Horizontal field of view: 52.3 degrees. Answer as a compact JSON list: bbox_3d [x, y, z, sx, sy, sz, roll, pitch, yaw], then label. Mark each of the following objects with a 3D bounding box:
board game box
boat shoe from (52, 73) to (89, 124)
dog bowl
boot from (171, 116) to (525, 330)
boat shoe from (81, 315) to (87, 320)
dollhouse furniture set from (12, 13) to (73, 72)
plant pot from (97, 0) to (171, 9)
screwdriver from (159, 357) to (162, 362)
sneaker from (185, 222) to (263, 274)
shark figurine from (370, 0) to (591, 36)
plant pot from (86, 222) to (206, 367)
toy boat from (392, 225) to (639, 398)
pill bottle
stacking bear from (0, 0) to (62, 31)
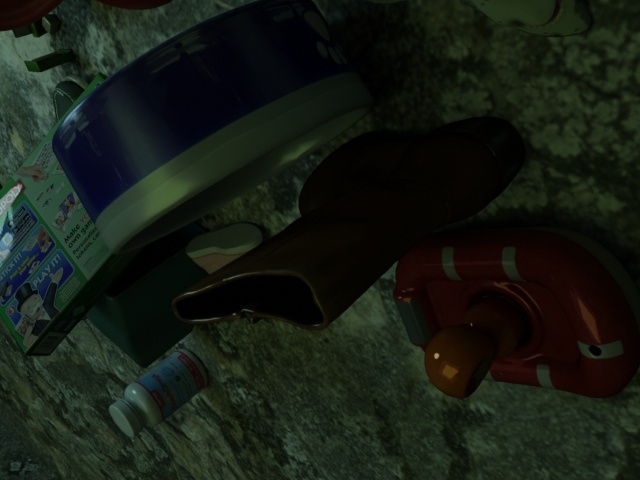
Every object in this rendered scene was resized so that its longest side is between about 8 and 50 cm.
[{"bbox_3d":[-0.324,-0.036,0.856,0.317,0.046,0.213,-47,65,7],"label":"board game box"},{"bbox_3d":[-0.359,-0.090,0.999,0.116,0.099,0.319,25,134,33],"label":"boat shoe"},{"bbox_3d":[-0.091,-0.097,0.578,0.265,0.265,0.104,-26,95,52],"label":"dog bowl"},{"bbox_3d":[0.000,0.000,0.542,0.264,0.280,0.096,-1,117,46],"label":"boot"},{"bbox_3d":[-0.533,0.084,1.349,0.178,0.064,0.060,49,137,-4],"label":"boat shoe"},{"bbox_3d":[-0.403,-0.317,0.906,0.076,0.058,0.151,16,129,38],"label":"dollhouse furniture set"},{"bbox_3d":[-0.151,-0.320,0.536,0.174,0.191,0.191,-26,98,47],"label":"plant pot"},{"bbox_3d":[-0.307,0.214,1.240,0.025,0.024,0.170,-124,24,-49],"label":"screwdriver"},{"bbox_3d":[-0.115,0.020,0.873,0.134,0.051,0.070,-10,129,39],"label":"sneaker"},{"bbox_3d":[0.087,-0.263,0.409,0.166,0.116,0.278,-4,129,11],"label":"shark figurine"},{"bbox_3d":[-0.278,0.073,0.996,0.166,0.165,0.234,32,143,26],"label":"plant pot"},{"bbox_3d":[0.146,0.077,0.554,0.231,0.151,0.151,-4,115,48],"label":"toy boat"},{"bbox_3d":[-0.283,0.267,1.140,0.087,0.160,0.087,27,135,30],"label":"pill bottle"},{"bbox_3d":[-0.442,-0.422,0.800,0.164,0.175,0.289,-39,78,45],"label":"stacking bear"}]
